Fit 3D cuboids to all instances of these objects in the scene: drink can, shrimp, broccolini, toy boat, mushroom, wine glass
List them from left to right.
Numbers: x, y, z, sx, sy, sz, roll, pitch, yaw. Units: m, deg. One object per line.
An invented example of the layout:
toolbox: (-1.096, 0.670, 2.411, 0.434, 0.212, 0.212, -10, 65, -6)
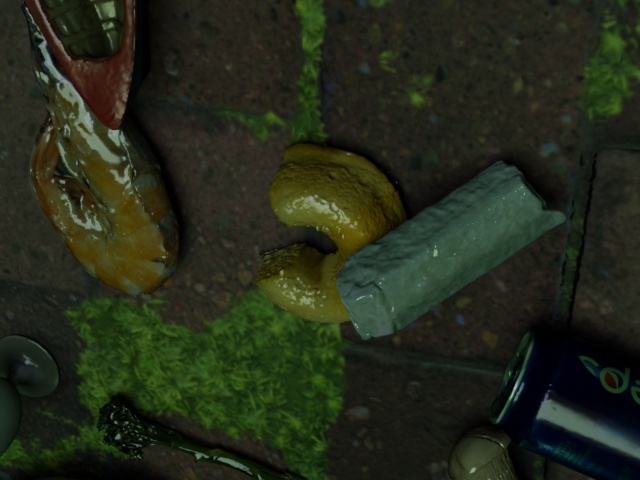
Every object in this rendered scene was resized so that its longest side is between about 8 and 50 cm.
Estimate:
wine glass: (-0.372, 0.194, 1.129, 0.093, 0.202, 0.093, 9, 122, 15)
toy boat: (-0.216, -0.289, 0.878, 0.136, 0.079, 0.392, -5, 115, 18)
shrimp: (-0.237, -0.083, 1.016, 0.164, 0.062, 0.317, -6, 116, 28)
broccolini: (-0.141, 0.248, 1.173, 0.254, 0.058, 0.071, 22, 166, 9)
mushroom: (0.182, 0.292, 1.072, 0.081, 0.092, 0.223, -24, 121, -18)
drink can: (0.267, 0.163, 0.950, 0.205, 0.118, 0.118, 23, 123, 4)

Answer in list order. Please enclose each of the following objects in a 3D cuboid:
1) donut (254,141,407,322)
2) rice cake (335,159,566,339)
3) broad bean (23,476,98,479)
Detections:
donut: (0.010, 0.006, 0.972, 0.146, 0.078, 0.181, 21, 125, 7)
rice cake: (0.106, 0.007, 0.901, 0.206, 0.063, 0.069, -35, 127, 2)
broad bean: (-0.289, 0.389, 1.261, 0.291, 0.119, 0.238, -7, 116, 22)
